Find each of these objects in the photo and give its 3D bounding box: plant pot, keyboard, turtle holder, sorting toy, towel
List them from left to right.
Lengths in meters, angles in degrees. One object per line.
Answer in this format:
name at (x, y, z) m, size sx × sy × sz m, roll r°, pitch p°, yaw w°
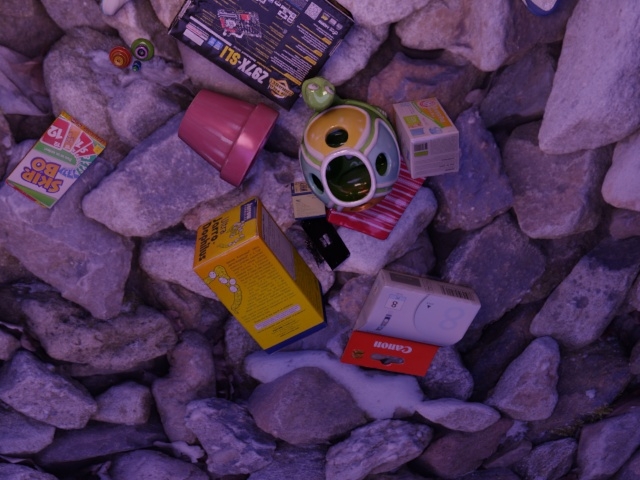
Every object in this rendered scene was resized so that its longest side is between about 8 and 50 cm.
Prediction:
sorting toy at (-0.420, -0.407, 1.429) m, size 0.102 × 0.042 × 0.061 m, roll -17°, pitch 125°, yaw 5°
plant pot at (-0.219, -0.250, 1.482) m, size 0.180 × 0.201 × 0.201 m, roll 28°, pitch 118°, yaw -6°
keyboard at (0.000, 0.000, 1.772) m, size 0.100 × 0.038 × 0.192 m, roll -39°, pitch 122°, yaw -8°
turtle holder at (0.069, -0.214, 1.485) m, size 0.243 × 0.227 × 0.320 m, roll 7°, pitch 118°, yaw 1°
towel at (0.155, -0.132, 1.692) m, size 0.199 × 0.031 × 0.275 m, roll 20°, pitch 120°, yaw -20°

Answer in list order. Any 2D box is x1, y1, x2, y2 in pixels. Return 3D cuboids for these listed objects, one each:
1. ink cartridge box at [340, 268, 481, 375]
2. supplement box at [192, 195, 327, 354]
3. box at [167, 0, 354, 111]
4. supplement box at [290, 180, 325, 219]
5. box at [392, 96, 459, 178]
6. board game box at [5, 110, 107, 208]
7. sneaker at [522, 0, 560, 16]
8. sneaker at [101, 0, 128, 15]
ink cartridge box at (0.263, 0.284, 1.956) m, size 0.308 × 0.091 × 0.385 m, roll 12°, pitch 121°, yaw -14°
supplement box at (-0.156, 0.098, 1.716) m, size 0.195 × 0.194 × 0.356 m, roll -27°, pitch 123°, yaw 12°
box at (-0.126, -0.473, 1.397) m, size 0.322 × 0.079 × 0.257 m, roll 29°, pitch 119°, yaw -23°
supplement box at (-0.032, -0.106, 1.672) m, size 0.083 × 0.056 × 0.083 m, roll -8°, pitch 125°, yaw -1°
box at (0.246, -0.246, 1.517) m, size 0.114 × 0.203 × 0.103 m, roll -10°, pitch 126°, yaw -2°
board game box at (-0.650, -0.186, 1.564) m, size 0.259 × 0.039 × 0.124 m, roll -40°, pitch 119°, yaw 23°
sneaker at (0.487, -0.609, 1.339) m, size 0.112 × 0.131 × 0.296 m, roll -8°, pitch 126°, yaw -3°
sneaker at (-0.366, -0.542, 1.316) m, size 0.092 × 0.087 × 0.229 m, roll 36°, pitch 116°, yaw -29°
